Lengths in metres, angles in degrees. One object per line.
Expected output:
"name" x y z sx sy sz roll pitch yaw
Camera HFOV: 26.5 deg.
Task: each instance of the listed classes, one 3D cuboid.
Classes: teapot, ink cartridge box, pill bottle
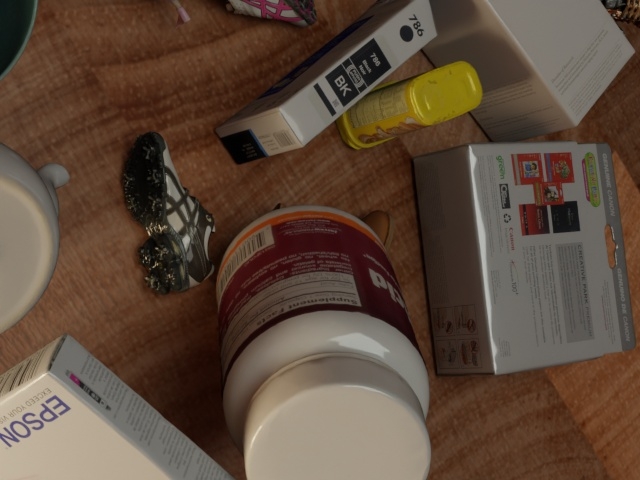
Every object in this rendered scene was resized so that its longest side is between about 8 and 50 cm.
"teapot" -0.413 -0.017 1.436 0.252 0.187 0.256 -49 130 1
"ink cartridge box" -0.257 0.282 1.416 0.330 0.324 0.071 45 33 -19
"pill bottle" 0.000 0.135 1.523 0.224 0.392 0.224 -3 117 -5
"ink cartridge box" 0.287 0.022 1.897 0.272 0.130 0.309 -4 86 -33
"ink cartridge box" 0.029 -0.220 1.743 0.333 0.165 0.065 -43 106 -28

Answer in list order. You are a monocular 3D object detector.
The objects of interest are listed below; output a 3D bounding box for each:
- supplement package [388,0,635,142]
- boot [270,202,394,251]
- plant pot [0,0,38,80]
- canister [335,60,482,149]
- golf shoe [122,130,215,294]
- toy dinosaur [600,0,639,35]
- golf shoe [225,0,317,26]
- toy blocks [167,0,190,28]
"supplement package" 0.260 -0.306 1.892 0.293 0.177 0.175 50 62 -18
"boot" 0.000 0.000 1.755 0.152 0.073 0.197 42 62 -17
"plant pot" -0.465 -0.255 1.416 0.290 0.195 0.290 5 81 -31
"canister" 0.116 -0.178 1.789 0.126 0.170 0.073 -24 97 -32
"golf shoe" -0.179 -0.037 1.651 0.094 0.077 0.198 -13 98 -44
"toy dinosaur" 0.387 -0.408 1.978 0.322 0.164 0.218 30 60 -23
"golf shoe" -0.079 -0.321 1.750 0.186 0.086 0.067 26 46 -47
"toy blocks" -0.166 -0.411 1.574 0.309 0.288 0.260 -38 98 -32
